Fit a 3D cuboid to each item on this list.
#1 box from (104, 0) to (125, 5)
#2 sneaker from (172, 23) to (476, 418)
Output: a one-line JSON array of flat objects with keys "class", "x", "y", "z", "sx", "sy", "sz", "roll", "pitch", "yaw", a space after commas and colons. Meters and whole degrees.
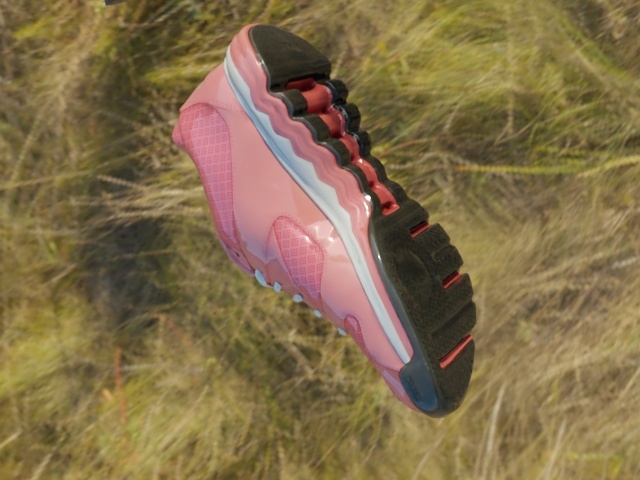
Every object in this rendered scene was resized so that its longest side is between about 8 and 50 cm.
[{"class": "box", "x": -0.194, "y": -0.424, "z": 1.313, "sx": 0.295, "sy": 0.073, "sz": 0.293, "roll": -3, "pitch": 109, "yaw": 59}, {"class": "sneaker", "x": 0.000, "y": 0.000, "z": 0.906, "sx": 0.136, "sy": 0.116, "sz": 0.313, "roll": -35, "pitch": 81, "yaw": 32}]
